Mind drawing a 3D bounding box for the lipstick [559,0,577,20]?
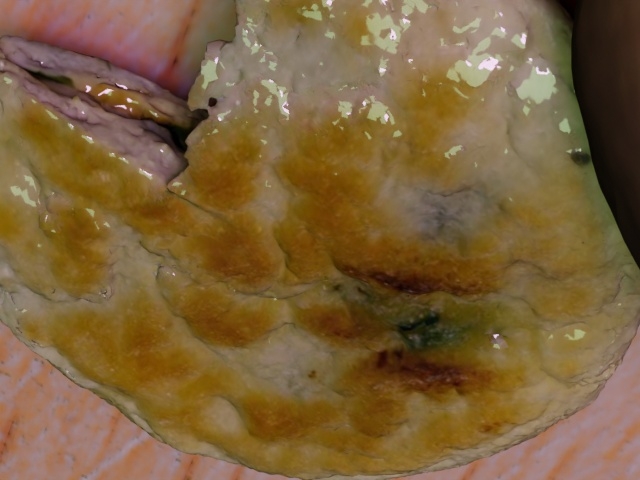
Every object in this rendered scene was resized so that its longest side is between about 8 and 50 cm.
[{"bbox_3d":[0.063,-0.146,0.722,0.241,0.080,0.080,32,117,-6],"label":"lipstick"}]

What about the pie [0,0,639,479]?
[{"bbox_3d":[0.000,0.000,0.780,0.337,0.075,0.337,9,132,10],"label":"pie"}]

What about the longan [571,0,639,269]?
[{"bbox_3d":[0.235,-0.063,0.588,0.297,0.297,0.297,4,117,7],"label":"longan"}]
